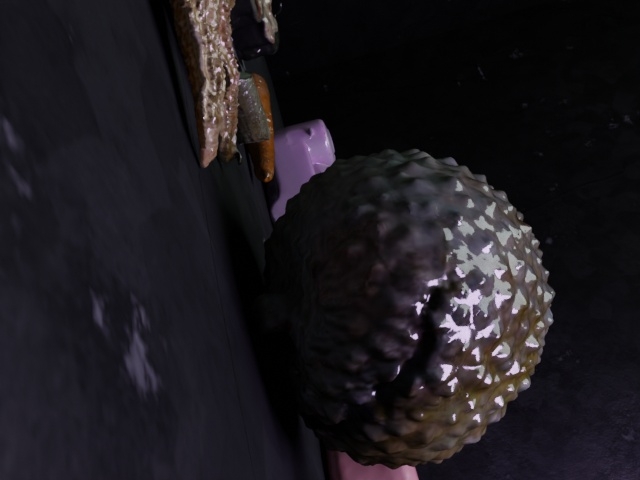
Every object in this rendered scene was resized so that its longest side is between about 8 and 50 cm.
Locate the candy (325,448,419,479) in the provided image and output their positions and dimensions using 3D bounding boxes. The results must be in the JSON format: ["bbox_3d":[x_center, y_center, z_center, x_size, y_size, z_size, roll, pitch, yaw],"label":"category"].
[{"bbox_3d":[0.078,0.324,0.768,0.255,0.094,0.255,-16,90,-89],"label":"candy"}]

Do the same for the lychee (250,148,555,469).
[{"bbox_3d":[0.071,0.053,0.561,0.255,0.274,0.255,-175,-90,-67],"label":"lychee"}]

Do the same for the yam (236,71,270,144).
[{"bbox_3d":[-0.083,-0.145,0.736,0.043,0.043,0.094,-105,180,-46],"label":"yam"}]

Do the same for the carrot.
[{"bbox_3d":[-0.082,-0.143,0.873,0.047,0.047,0.191,73,6,-55],"label":"carrot"}]

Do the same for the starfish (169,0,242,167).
[{"bbox_3d":[-0.083,-0.201,0.522,0.299,0.060,0.302,170,-77,-85],"label":"starfish"}]

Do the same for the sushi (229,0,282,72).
[{"bbox_3d":[-0.114,-0.390,1.124,0.373,0.100,0.296,-89,163,-87],"label":"sushi"}]

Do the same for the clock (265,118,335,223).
[{"bbox_3d":[0.000,0.000,1.071,0.322,0.113,0.296,74,0,-70],"label":"clock"}]
